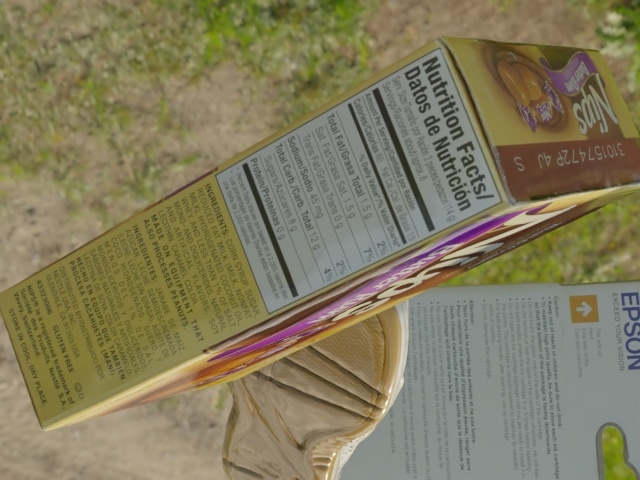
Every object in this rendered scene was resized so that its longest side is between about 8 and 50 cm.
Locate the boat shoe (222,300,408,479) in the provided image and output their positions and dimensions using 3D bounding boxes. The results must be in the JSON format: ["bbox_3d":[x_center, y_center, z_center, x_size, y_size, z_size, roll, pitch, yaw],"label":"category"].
[{"bbox_3d":[0.002,0.069,0.790,0.096,0.098,0.277,-54,171,-33],"label":"boat shoe"}]

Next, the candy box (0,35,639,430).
[{"bbox_3d":[0.000,0.000,0.429,0.187,0.053,0.109,-26,170,32],"label":"candy box"}]

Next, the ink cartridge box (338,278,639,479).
[{"bbox_3d":[0.109,0.199,1.065,0.330,0.324,0.071,-2,167,-2],"label":"ink cartridge box"}]
